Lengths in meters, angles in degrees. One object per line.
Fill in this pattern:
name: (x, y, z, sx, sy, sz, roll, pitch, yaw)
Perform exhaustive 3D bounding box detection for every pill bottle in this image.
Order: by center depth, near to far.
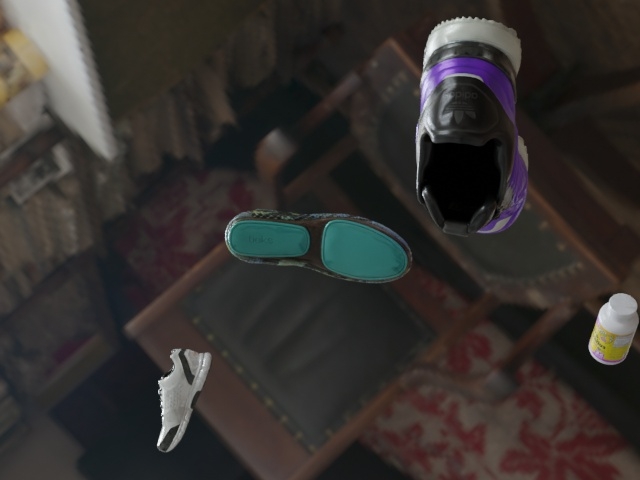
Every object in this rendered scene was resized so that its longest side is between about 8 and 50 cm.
pill bottle: (0.320, 0.095, 1.598, 0.043, 0.043, 0.083, 38, 146, 26)

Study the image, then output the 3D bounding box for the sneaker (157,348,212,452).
sneaker: (-0.142, 0.154, 1.439, 0.044, 0.109, 0.040, 19, -173, -9)

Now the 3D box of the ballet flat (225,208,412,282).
ballet flat: (0.000, 0.000, 1.478, 0.188, 0.070, 0.070, 12, 154, 3)

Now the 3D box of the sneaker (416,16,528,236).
sneaker: (0.129, -0.058, 1.319, 0.102, 0.146, 0.293, 2, 151, 12)
